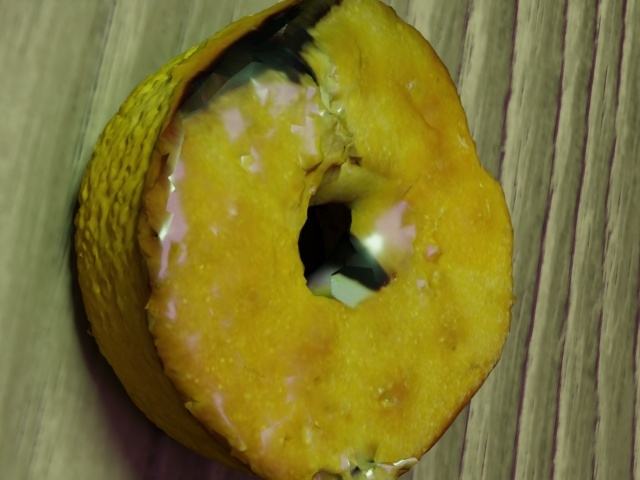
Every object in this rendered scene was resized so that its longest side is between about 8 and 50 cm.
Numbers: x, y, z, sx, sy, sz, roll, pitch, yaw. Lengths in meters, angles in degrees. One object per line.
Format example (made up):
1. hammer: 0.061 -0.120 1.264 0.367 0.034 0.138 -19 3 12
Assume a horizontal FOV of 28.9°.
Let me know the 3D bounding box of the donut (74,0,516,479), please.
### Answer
1. donut: -0.001 0.002 0.609 0.253 0.118 0.254 3 85 -41
